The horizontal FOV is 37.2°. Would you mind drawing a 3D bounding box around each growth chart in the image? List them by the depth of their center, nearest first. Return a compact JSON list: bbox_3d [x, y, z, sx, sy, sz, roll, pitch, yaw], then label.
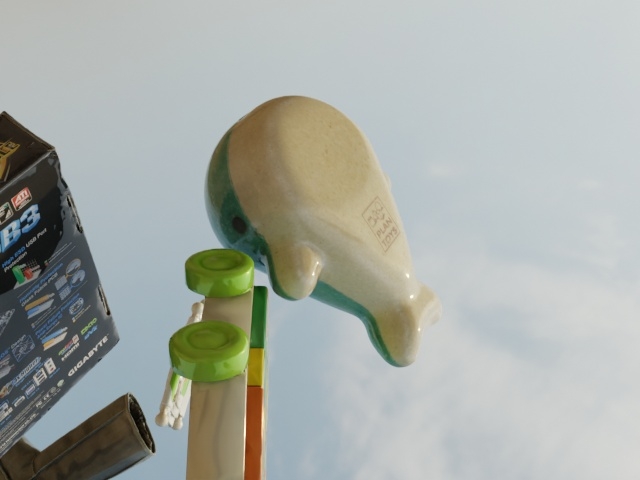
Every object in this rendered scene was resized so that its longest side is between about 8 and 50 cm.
[{"bbox_3d":[-0.167,0.154,1.185,0.237,0.021,0.172,106,0,-75],"label":"growth chart"}]

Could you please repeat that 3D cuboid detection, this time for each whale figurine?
[{"bbox_3d":[0.000,0.000,0.894,0.141,0.272,0.216,-29,-166,37],"label":"whale figurine"}]

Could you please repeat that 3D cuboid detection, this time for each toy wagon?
[{"bbox_3d":[-0.074,0.178,0.720,0.068,0.267,0.344,0,-155,-3],"label":"toy wagon"}]

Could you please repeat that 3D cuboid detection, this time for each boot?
[{"bbox_3d":[-0.339,0.269,1.282,0.208,0.076,0.190,-41,-119,7],"label":"boot"}]

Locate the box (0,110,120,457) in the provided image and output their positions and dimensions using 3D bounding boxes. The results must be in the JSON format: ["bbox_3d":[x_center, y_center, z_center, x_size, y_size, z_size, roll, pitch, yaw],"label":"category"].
[{"bbox_3d":[-0.309,0.091,0.767,0.073,0.293,0.295,31,-119,22],"label":"box"}]
